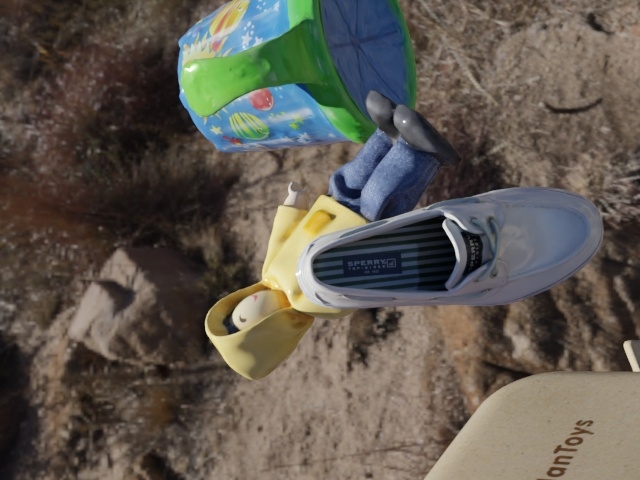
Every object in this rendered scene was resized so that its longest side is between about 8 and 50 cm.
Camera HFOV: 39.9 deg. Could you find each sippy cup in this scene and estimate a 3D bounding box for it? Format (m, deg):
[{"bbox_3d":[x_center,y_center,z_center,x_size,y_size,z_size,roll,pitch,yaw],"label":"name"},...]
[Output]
[{"bbox_3d":[-0.037,-0.205,1.032,0.224,0.305,0.240,-12,65,30],"label":"sippy cup"}]

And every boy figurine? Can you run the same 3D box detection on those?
[{"bbox_3d":[0.000,0.000,0.820,0.285,0.092,0.177,-50,38,4],"label":"boy figurine"}]

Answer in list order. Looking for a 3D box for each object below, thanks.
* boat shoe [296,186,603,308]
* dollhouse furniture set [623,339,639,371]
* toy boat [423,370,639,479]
[{"bbox_3d":[0.096,0.013,0.622,0.076,0.226,0.083,121,136,-88],"label":"boat shoe"},{"bbox_3d":[0.518,0.348,1.025,0.256,0.394,0.362,-88,4,-56],"label":"dollhouse furniture set"},{"bbox_3d":[0.119,0.166,0.393,0.151,0.231,0.151,-6,108,37],"label":"toy boat"}]
